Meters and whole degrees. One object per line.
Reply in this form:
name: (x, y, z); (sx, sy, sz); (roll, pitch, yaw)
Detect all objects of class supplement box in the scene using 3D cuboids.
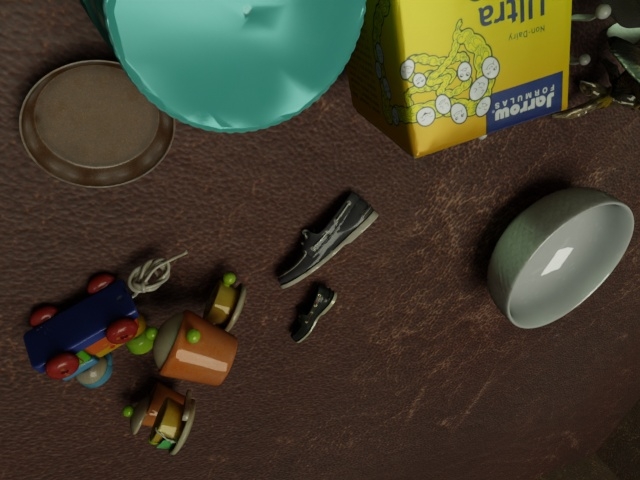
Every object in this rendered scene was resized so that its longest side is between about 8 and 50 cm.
supplement box: (0.126, -0.303, 0.598); (0.194, 0.195, 0.357); (-19, 123, -8)

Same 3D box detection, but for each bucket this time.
bucket: (-0.098, -0.253, 0.553); (0.281, 0.183, 0.281); (-16, 133, -18)

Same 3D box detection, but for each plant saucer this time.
plant saucer: (-0.256, -0.136, 0.658); (0.168, 0.029, 0.168); (-17, 139, -16)

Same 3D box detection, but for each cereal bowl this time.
cereal bowl: (0.492, 0.023, 1.221); (0.339, 0.141, 0.339); (-18, 133, -21)

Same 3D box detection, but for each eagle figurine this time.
eagle figurine: (0.548, -0.253, 0.894); (0.226, 0.225, 0.298); (-47, 180, 2)

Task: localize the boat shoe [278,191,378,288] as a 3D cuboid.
boat shoe: (0.000, 0.000, 0.948); (0.206, 0.075, 0.065); (-39, 94, 8)

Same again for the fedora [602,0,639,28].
fedora: (0.487, -0.412, 0.826); (0.243, 0.124, 0.275); (-26, 106, -21)

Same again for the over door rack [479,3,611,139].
over door rack: (0.293, -0.325, 0.820); (0.239, 0.108, 0.324); (-35, 137, -5)

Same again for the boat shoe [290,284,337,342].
boat shoe: (-0.021, 0.135, 1.046); (0.042, 0.049, 0.133); (28, 117, -15)

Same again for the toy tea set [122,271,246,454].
toy tea set: (-0.235, 0.200, 0.876); (0.124, 0.200, 0.336); (25, 113, -16)

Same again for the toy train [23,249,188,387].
toy train: (-0.278, 0.119, 0.825); (0.248, 0.105, 0.143); (-31, 148, -10)
